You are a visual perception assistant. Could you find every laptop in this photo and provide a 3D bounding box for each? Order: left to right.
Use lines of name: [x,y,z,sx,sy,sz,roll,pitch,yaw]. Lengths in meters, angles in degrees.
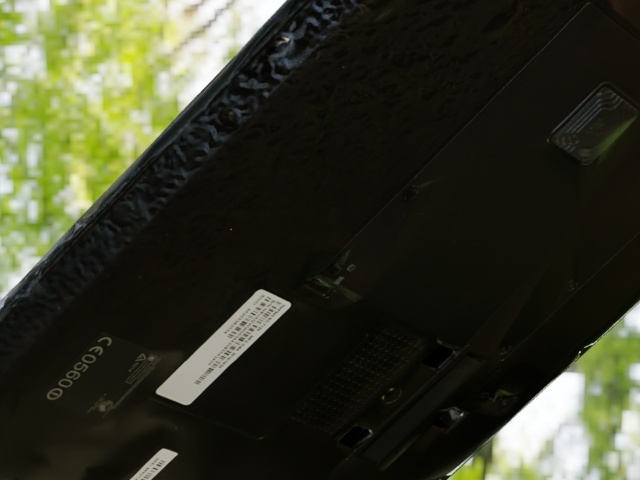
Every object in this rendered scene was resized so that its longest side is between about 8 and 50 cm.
laptop: [0.000,0.000,0.540,0.264,0.234,0.136,27,-157,-48]
